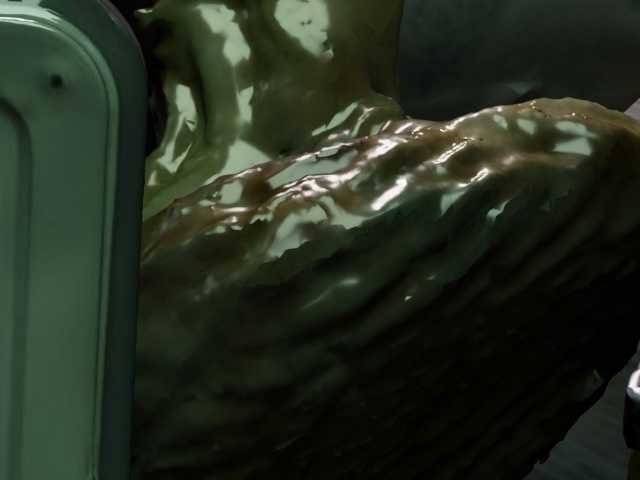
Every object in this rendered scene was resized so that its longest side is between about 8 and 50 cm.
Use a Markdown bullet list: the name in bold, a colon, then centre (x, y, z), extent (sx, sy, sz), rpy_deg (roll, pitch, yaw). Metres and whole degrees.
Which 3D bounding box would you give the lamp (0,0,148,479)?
- **lamp**: centre (-0.178, 0.062, 0.446), extent (0.266, 0.269, 0.047), rpy_deg (3, 13, -4)

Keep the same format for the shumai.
- **shumai**: centre (0.000, 0.000, 0.567), extent (0.209, 0.161, 0.153), rpy_deg (-29, 61, -11)

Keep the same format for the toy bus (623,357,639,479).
- **toy bus**: centre (0.189, 0.033, 0.589), extent (0.138, 0.175, 0.288), rpy_deg (13, 38, 20)

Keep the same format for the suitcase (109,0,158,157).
- **suitcase**: centre (-0.218, -0.096, 0.582), extent (0.345, 0.339, 0.188), rpy_deg (-16, 38, -25)

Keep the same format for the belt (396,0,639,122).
- **belt**: centre (0.002, -0.209, 0.780), extent (0.173, 0.300, 0.437), rpy_deg (-6, 48, -12)
